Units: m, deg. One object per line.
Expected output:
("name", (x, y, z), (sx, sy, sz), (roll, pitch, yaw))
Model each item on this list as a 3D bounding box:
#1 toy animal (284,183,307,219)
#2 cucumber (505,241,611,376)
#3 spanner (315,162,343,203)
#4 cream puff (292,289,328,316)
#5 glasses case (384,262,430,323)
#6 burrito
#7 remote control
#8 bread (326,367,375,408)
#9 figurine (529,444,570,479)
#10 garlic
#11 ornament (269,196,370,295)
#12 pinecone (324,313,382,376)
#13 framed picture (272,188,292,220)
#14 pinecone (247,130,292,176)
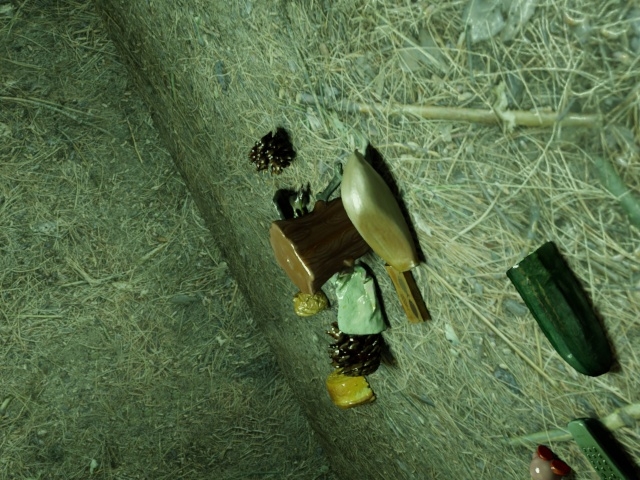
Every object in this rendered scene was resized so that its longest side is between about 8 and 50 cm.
("toy animal", (-0.072, -0.120, 1.699), (0.202, 0.070, 0.105), (116, 134, -67))
("cucumber", (0.405, 0.130, 0.926), (0.244, 0.063, 0.115), (57, 160, 5))
("spanner", (0.029, -0.146, 1.497), (0.054, 0.015, 0.254), (56, 159, 5))
("cream puff", (-0.037, 0.222, 2.011), (0.133, 0.119, 0.104), (7, 109, 33))
("glasses case", (0.218, 0.131, 1.388), (0.064, 0.041, 0.170), (4, 121, 65))
("burrito", (0.111, 0.174, 1.609), (0.089, 0.144, 0.229), (-72, -27, -61))
("remote control", (0.547, 0.427, 1.010), (0.222, 0.042, 0.072), (55, 159, 11))
("bread", (0.099, 0.583, 2.148), (0.143, 0.139, 0.229), (69, 158, 0))
("figurine", (0.496, 0.505, 1.200), (0.083, 0.067, 0.071), (-121, 34, -53))
("garlic", (0.131, -0.058, 1.280), (0.318, 0.112, 0.143), (54, 159, -14))
("ornament", (0.000, 0.000, 1.468), (0.235, 0.217, 0.221), (12, 128, 64))
("pinecone", (0.108, 0.335, 1.739), (0.184, 0.179, 0.204), (-11, 95, 50))
("framed picture", (-0.092, -0.034, 1.807), (0.192, 0.018, 0.265), (-89, -25, -75))
("pinecone", (-0.144, -0.252, 1.605), (0.121, 0.140, 0.140), (44, 162, -11))
